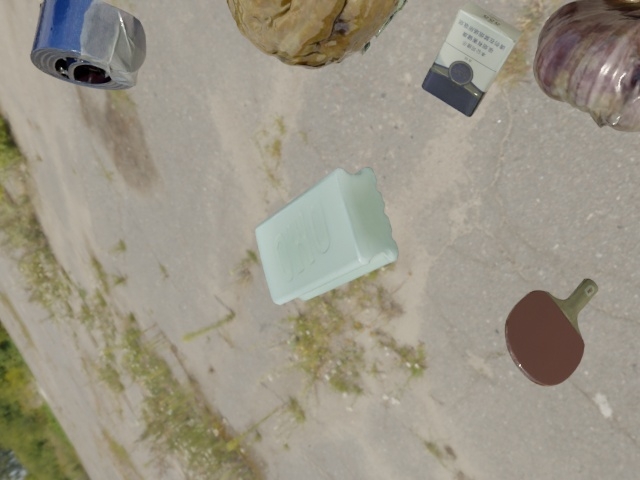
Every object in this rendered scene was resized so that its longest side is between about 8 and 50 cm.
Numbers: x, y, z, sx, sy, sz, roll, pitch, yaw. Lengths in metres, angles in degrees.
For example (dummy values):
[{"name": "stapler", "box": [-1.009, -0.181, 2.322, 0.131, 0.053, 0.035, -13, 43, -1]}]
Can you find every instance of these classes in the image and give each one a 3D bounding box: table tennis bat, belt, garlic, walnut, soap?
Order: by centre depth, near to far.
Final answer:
[{"name": "walnut", "box": [-0.003, -0.244, 0.565, 0.155, 0.155, 0.184, 60, 151, -2]}, {"name": "table tennis bat", "box": [0.239, 0.083, 0.628, 0.087, 0.156, 0.013, 53, 146, 3]}, {"name": "garlic", "box": [0.406, -0.246, 0.795, 0.245, 0.245, 0.160, 42, 139, 28]}, {"name": "soap", "box": [0.000, 0.000, 1.053, 0.265, 0.088, 0.159, -29, 71, 51]}, {"name": "belt", "box": [-0.485, -0.399, 1.297, 0.347, 0.213, 0.117, 8, 86, 63]}]

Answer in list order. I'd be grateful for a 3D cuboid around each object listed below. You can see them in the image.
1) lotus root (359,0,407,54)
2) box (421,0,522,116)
[{"name": "lotus root", "box": [0.141, -0.599, 1.584, 0.138, 0.234, 0.119, 37, -168, 5]}, {"name": "box", "box": [0.389, -0.468, 1.626, 0.168, 0.071, 0.259, 34, 140, 9]}]
